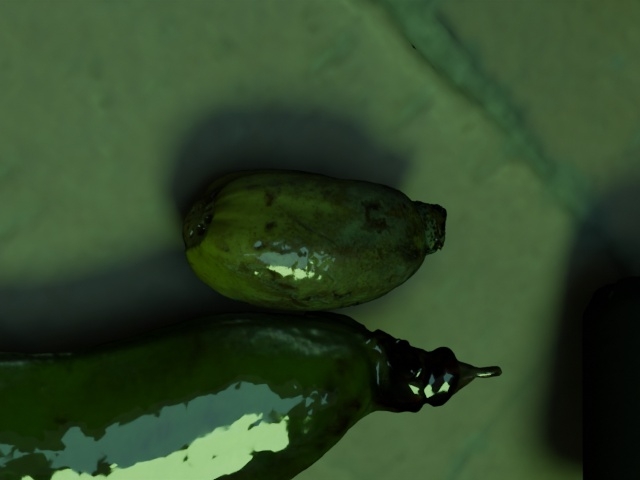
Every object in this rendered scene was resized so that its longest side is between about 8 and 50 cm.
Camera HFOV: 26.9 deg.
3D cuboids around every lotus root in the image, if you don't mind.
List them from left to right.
[{"bbox_3d":[0.000,0.000,0.472,0.099,0.054,0.049,0,96,-22],"label":"lotus root"}]

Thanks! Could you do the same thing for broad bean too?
[{"bbox_3d":[-0.100,0.069,0.447,0.339,0.061,0.077,-7,122,-20],"label":"broad bean"}]

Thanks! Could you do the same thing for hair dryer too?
[{"bbox_3d":[0.211,0.080,0.575,0.248,0.071,0.114,6,81,-35],"label":"hair dryer"}]
